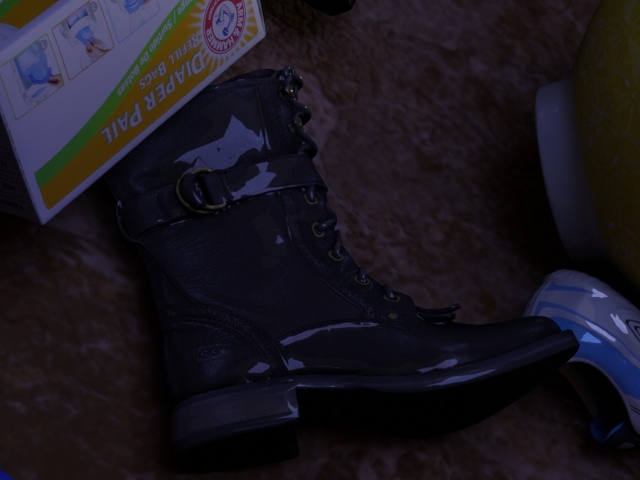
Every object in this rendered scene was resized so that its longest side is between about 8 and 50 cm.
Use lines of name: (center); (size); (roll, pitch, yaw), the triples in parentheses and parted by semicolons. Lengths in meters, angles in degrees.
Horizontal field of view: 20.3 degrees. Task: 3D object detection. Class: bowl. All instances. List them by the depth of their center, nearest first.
bowl: (0.221, -0.057, 1.106); (0.156, 0.289, 0.289); (-11, 61, 16)

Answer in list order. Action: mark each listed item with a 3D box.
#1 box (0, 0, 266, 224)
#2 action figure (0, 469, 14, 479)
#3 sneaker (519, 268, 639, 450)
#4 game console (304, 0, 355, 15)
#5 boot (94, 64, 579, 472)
box: (-0.139, -0.116, 0.993); (0.114, 0.103, 0.203); (16, 45, 34)
action figure: (-0.165, 0.176, 0.859); (0.280, 0.091, 0.139); (44, 48, 4)
sneaker: (0.218, 0.106, 1.092); (0.237, 0.085, 0.086); (30, 81, -12)
game console: (-0.005, -0.323, 1.183); (0.213, 0.044, 0.361); (53, 38, -30)
boot: (0.000, 0.000, 1.018); (0.263, 0.091, 0.229); (-8, 66, -15)
